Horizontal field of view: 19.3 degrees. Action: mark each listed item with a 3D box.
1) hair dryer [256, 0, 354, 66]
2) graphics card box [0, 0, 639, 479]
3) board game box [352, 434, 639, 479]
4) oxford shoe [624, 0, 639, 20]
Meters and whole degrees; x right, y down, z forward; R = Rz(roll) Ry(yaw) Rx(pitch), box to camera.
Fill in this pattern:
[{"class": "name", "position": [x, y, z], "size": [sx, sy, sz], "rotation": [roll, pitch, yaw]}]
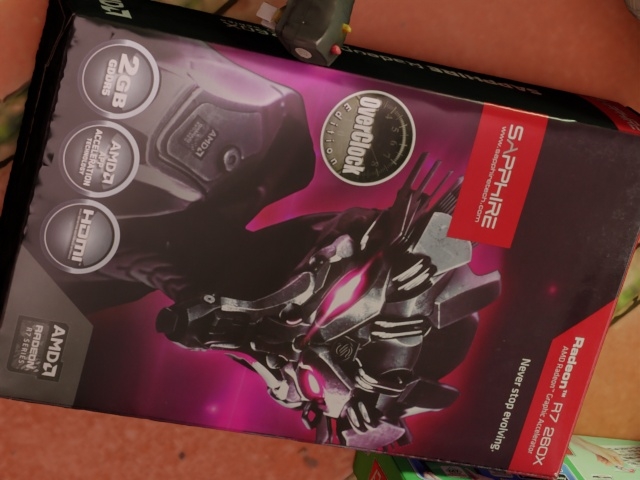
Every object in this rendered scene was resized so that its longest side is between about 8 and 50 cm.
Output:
[{"class": "hair dryer", "position": [-0.022, -0.260, 0.990], "size": [0.224, 0.080, 0.293], "rotation": [29, 89, -2]}, {"class": "graphics card box", "position": [0.000, 0.000, 1.109], "size": [0.371, 0.094, 0.232], "rotation": [12, 107, -17]}, {"class": "board game box", "position": [0.199, 0.187, 1.165], "size": [0.317, 0.213, 0.046], "rotation": [7, 108, -16]}, {"class": "oxford shoe", "position": [0.203, -0.225, 1.065], "size": [0.169, 0.130, 0.449], "rotation": [-49, 133, -25]}]
